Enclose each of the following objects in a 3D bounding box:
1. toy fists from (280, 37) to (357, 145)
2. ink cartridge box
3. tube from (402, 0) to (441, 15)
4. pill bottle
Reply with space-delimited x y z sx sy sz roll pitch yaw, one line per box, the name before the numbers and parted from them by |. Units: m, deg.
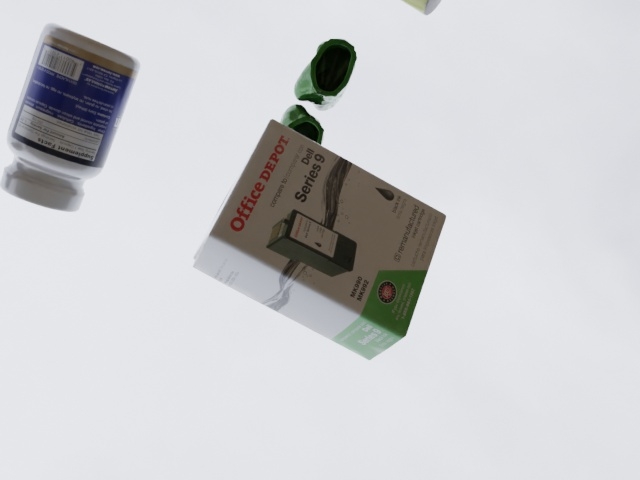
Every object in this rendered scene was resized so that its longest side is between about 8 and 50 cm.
toy fists | -0.018 -0.244 1.316 0.096 0.142 0.279 23 -88 -1
ink cartridge box | 0.000 0.000 0.982 0.289 0.121 0.211 28 -119 -8
tube | 0.090 -0.447 1.130 0.240 0.062 0.070 40 -115 15
pill bottle | -0.396 -0.187 1.108 0.153 0.153 0.265 19 -81 -29
